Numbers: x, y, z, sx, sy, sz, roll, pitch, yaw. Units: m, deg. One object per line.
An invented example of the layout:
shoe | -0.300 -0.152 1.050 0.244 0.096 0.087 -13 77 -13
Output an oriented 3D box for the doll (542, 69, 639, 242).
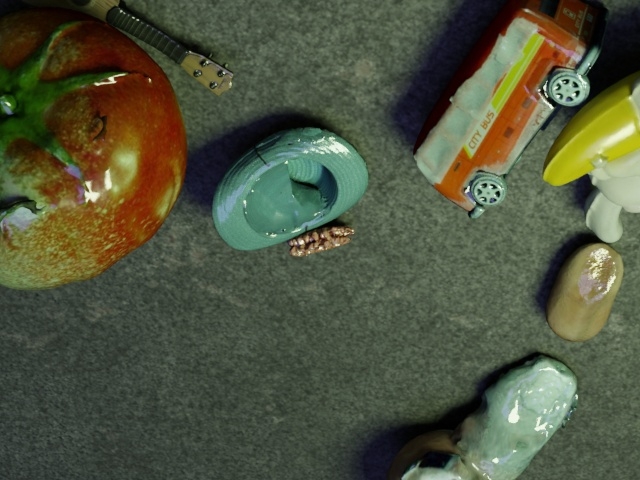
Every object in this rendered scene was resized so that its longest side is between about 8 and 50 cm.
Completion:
doll | 0.350 -0.100 1.434 0.252 0.111 0.237 -41 153 21

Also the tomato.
tomato | -0.289 -0.095 1.477 0.303 0.304 0.239 -7 155 15

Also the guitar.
guitar | -0.211 -0.244 1.487 0.271 0.038 0.084 30 128 -11

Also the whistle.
whistle | 0.214 0.288 1.797 0.189 0.189 0.348 33 104 -17

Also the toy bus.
toy bus | 0.196 -0.149 1.453 0.119 0.121 0.265 30 128 -4

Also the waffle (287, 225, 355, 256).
waffle | 0.000 0.000 1.633 0.083 0.075 0.029 -14 89 30

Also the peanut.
peanut | 0.318 0.062 1.627 0.076 0.076 0.152 14 131 -1

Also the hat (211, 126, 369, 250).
hat | -0.040 -0.069 1.582 0.190 0.078 0.138 -26 130 5
